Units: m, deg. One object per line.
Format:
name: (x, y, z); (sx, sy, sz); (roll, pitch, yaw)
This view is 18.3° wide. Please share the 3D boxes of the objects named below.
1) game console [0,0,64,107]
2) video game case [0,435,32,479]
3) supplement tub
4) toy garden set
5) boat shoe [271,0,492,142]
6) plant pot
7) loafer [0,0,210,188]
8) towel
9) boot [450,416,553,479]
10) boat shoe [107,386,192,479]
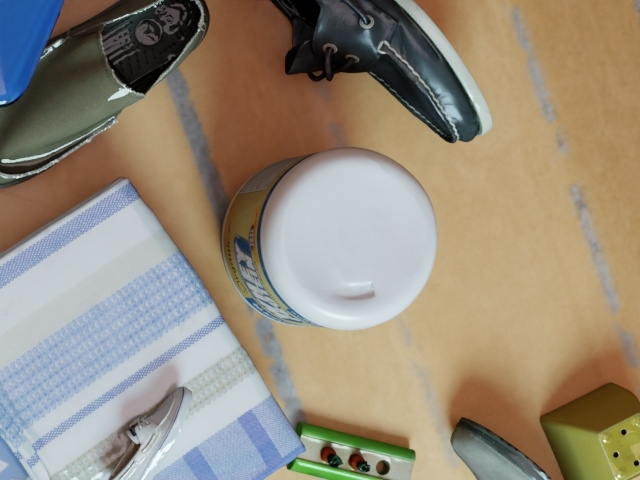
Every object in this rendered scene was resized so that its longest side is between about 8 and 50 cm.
game console: (-0.331, -0.267, 1.548); (0.293, 0.250, 0.173); (26, 108, -15)
video game case: (-0.314, 0.244, 1.617); (0.300, 0.036, 0.329); (-7, 91, -16)
supplement tub: (0.000, 0.000, 1.628); (0.144, 0.199, 0.144); (0, 88, -16)
toy garden set: (-0.037, 0.276, 1.692); (0.203, 0.049, 0.244); (15, 85, -16)
boat shoe: (0.000, -0.192, 1.670); (0.113, 0.127, 0.340); (-43, 99, -12)
plant pot: (0.258, 0.180, 1.763); (0.081, 0.083, 0.081); (-24, 95, -15)
loafer: (-0.193, -0.137, 1.631); (0.251, 0.087, 0.094); (-41, 100, -13)
towel: (-0.169, 0.114, 1.624); (0.209, 0.034, 0.285); (-35, 99, -12)
boot: (0.163, 0.289, 1.739); (0.161, 0.083, 0.246); (-43, 99, -7)
boat shoe: (-0.139, 0.159, 1.598); (0.035, 0.035, 0.100); (30, 89, -16)
